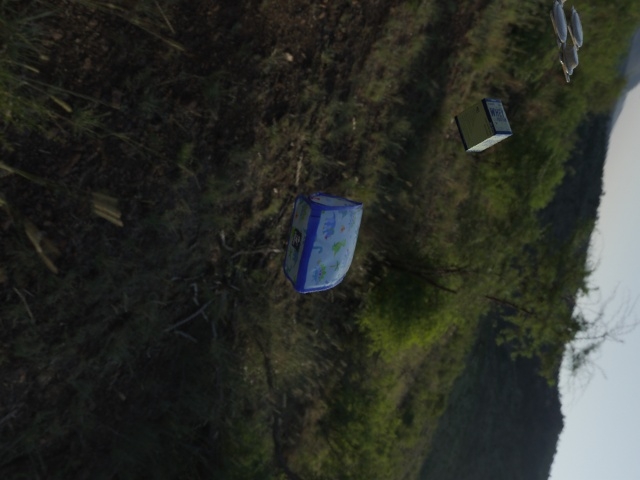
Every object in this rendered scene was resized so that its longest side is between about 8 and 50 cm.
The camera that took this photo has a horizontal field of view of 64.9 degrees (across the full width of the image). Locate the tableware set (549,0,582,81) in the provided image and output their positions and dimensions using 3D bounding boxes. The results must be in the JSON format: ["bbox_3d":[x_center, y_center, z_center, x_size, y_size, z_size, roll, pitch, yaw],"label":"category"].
[{"bbox_3d":[0.405,-0.356,0.833,0.141,0.020,0.168,47,52,-36],"label":"tableware set"}]

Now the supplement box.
[{"bbox_3d":[0.342,-0.243,1.063,0.056,0.083,0.083,-8,168,-37],"label":"supplement box"}]

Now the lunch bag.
[{"bbox_3d":[0.000,0.000,0.746,0.151,0.096,0.128,-39,142,-74],"label":"lunch bag"}]
